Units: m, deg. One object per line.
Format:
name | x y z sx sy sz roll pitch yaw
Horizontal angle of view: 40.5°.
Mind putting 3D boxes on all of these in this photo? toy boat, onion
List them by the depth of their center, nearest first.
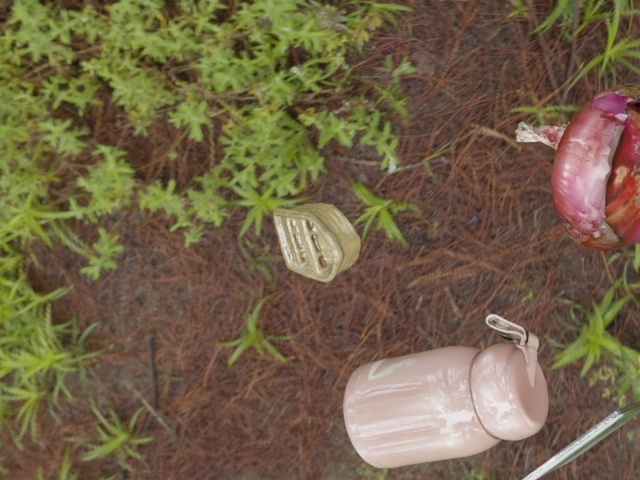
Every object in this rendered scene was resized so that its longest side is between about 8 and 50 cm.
onion | 0.231 -0.072 0.749 0.140 0.150 0.150 21 113 41
toy boat | 0.000 0.000 1.359 0.188 0.061 0.116 15 124 60

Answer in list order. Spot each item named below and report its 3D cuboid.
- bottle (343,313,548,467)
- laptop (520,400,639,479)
bottle | 0.197 0.233 1.341 0.297 0.206 0.173 -19 143 36
laptop | 0.403 0.305 1.314 0.188 0.269 0.015 -42 67 18
